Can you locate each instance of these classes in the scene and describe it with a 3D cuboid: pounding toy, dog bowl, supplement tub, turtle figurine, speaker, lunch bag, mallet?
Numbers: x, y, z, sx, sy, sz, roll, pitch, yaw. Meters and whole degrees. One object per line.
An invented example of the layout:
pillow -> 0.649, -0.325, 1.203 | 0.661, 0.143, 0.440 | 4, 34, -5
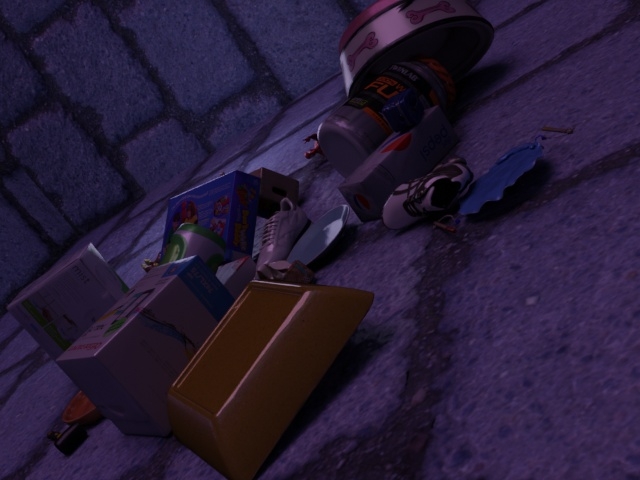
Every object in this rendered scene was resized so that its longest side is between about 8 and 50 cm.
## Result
pounding toy -> -0.193, -0.116, 2.117 | 0.206, 0.181, 0.094 | -18, 62, 46
dog bowl -> 0.229, -0.499, 2.042 | 0.408, 0.150, 0.408 | -22, -15, -6
supplement tub -> 0.162, -0.290, 1.874 | 0.316, 0.193, 0.194 | -43, 18, -21
turtle figurine -> -0.443, 0.015, 2.427 | 0.217, 0.087, 0.269 | -42, 25, 7
speaker -> -0.306, 0.116, 1.679 | 0.131, 0.131, 0.296 | -11, 51, 54
lunch bag -> 0.180, -0.279, 1.690 | 0.065, 0.067, 0.098 | -25, 21, 30
mallet -> -0.535, 0.404, 1.660 | 0.062, 0.039, 0.190 | -45, 15, -23

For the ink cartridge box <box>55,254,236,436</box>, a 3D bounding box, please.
ink cartridge box -> -0.298, 0.195, 1.464 | 0.198, 0.197, 0.270 | -15, 27, 51

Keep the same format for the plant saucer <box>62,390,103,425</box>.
plant saucer -> -0.465, 0.329, 1.712 | 0.200, 0.037, 0.200 | -32, 17, 11

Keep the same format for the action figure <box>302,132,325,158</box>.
action figure -> 0.062, -0.303, 2.270 | 0.280, 0.091, 0.139 | -29, 6, 21

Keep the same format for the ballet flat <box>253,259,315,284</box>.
ballet flat -> -0.090, 0.072, 1.612 | 0.206, 0.067, 0.073 | -17, 27, 49

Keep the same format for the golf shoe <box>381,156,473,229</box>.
golf shoe -> 0.182, -0.075, 1.430 | 0.198, 0.077, 0.094 | -38, 11, 28

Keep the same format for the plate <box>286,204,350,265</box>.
plate -> 0.000, 0.000, 1.670 | 0.188, 0.024, 0.188 | -42, 18, 17

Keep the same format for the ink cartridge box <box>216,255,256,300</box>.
ink cartridge box -> -0.218, 0.105, 1.781 | 0.150, 0.063, 0.109 | -20, 24, 42

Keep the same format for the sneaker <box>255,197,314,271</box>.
sneaker -> -0.098, -0.002, 1.786 | 0.090, 0.094, 0.235 | -23, 23, 33

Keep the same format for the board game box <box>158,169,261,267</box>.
board game box -> -0.291, -0.025, 2.039 | 0.347, 0.078, 0.233 | -15, 64, 50

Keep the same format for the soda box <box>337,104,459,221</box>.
soda box -> 0.170, -0.166, 1.695 | 0.286, 0.098, 0.091 | -45, 19, -28

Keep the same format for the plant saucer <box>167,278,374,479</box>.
plant saucer -> -0.107, 0.181, 1.231 | 0.332, 0.081, 0.333 | -53, 21, -17

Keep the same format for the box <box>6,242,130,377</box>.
box -> -0.585, 0.181, 1.957 | 0.231, 0.262, 0.127 | -35, 17, 8

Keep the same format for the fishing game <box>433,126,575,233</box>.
fishing game -> 0.307, -0.098, 1.348 | 0.264, 0.041, 0.189 | -42, 9, 0
